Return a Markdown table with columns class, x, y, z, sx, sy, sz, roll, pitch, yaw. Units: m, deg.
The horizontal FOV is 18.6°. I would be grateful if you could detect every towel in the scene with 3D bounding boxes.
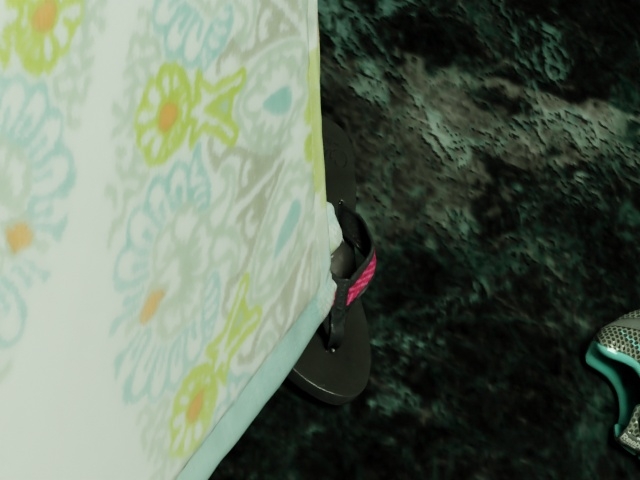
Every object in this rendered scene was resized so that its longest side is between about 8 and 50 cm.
| class | x | y | z | sx | sy | sz | roll | pitch | yaw |
| --- | --- | --- | --- | --- | --- | --- | --- | --- | --- |
| towel | -0.105 | -0.010 | 0.780 | 0.090 | 0.321 | 0.374 | 13 | 39 | 23 |

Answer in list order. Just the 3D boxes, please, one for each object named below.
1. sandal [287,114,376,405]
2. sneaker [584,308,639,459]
| class | x | y | z | sx | sy | sz | roll | pitch | yaw |
| --- | --- | --- | --- | --- | --- | --- | --- | --- | --- |
| sandal | 0.000 | 0.000 | 1.021 | 0.067 | 0.040 | 0.179 | 17 | 54 | -28 |
| sneaker | 0.202 | 0.112 | 1.100 | 0.076 | 0.065 | 0.166 | -16 | 69 | -25 |
